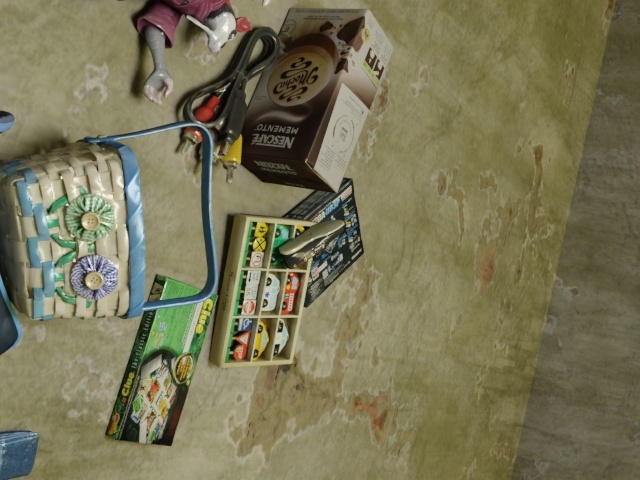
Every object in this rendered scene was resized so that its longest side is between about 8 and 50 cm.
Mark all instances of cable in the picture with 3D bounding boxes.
[{"bbox_3d":[-0.154,-0.242,1.411,0.139,0.072,0.287,34,57,-37],"label":"cable"}]

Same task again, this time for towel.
[{"bbox_3d":[-0.429,0.288,1.145,0.119,0.029,0.067,8,93,-57],"label":"towel"}]

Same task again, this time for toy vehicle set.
[{"bbox_3d":[-0.098,0.089,1.527,0.166,0.035,0.267,3,101,-43],"label":"toy vehicle set"}]

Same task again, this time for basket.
[{"bbox_3d":[-0.267,-0.014,1.128,0.289,0.201,0.255,-15,111,-37],"label":"basket"}]

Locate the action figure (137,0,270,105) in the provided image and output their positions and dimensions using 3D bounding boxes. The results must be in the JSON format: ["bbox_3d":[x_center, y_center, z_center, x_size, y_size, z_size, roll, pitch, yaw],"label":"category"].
[{"bbox_3d":[-0.215,-0.379,1.201,0.276,0.248,0.370,63,11,20],"label":"action figure"}]

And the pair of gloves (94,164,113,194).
[{"bbox_3d":[-0.321,-0.061,1.224,0.074,0.010,0.083,-55,141,-25],"label":"pair of gloves"}]

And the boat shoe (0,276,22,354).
[{"bbox_3d":[-0.429,0.051,1.012,0.089,0.109,0.258,-45,132,-36],"label":"boat shoe"}]

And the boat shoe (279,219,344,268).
[{"bbox_3d":[-0.012,0.004,1.520,0.133,0.049,0.042,-31,119,-24],"label":"boat shoe"}]

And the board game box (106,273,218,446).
[{"bbox_3d":[-0.250,0.195,1.389,0.136,0.030,0.260,29,75,-53],"label":"board game box"}]

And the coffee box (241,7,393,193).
[{"bbox_3d":[-0.013,-0.244,1.494,0.119,0.168,0.297,42,64,-52],"label":"coffee box"}]

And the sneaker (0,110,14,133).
[{"bbox_3d":[-0.423,-0.109,1.023,0.144,0.053,0.059,-38,128,-35],"label":"sneaker"}]

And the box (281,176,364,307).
[{"bbox_3d":[0.000,0.000,1.686,0.220,0.051,0.175,-42,131,-43],"label":"box"}]
